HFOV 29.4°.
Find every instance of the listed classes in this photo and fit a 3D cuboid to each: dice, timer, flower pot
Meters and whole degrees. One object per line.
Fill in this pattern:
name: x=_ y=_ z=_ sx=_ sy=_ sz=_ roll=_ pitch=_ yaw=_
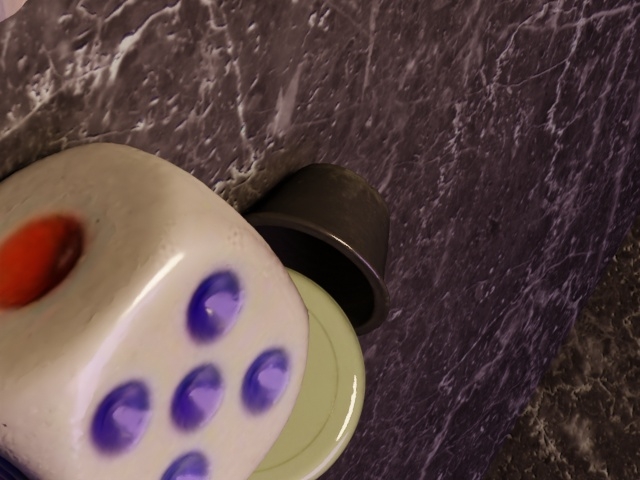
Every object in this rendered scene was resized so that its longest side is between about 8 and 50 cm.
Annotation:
dice: x=-0.210 y=0.108 z=1.197 sx=0.304 sy=0.277 sz=0.304 roll=-53 pitch=140 yaw=-21
timer: x=-0.097 y=0.202 z=1.561 sx=0.290 sy=0.291 sz=0.315 roll=-50 pitch=171 yaw=-14
flower pot: x=0.000 y=0.000 z=1.558 sx=0.235 sy=0.235 sz=0.148 roll=83 pitch=28 yaw=-49

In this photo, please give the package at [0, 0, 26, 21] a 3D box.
package: x=-0.270 y=-0.292 z=0.993 sx=0.251 sy=0.062 sz=0.203 roll=-51 pitch=153 yaw=-40
